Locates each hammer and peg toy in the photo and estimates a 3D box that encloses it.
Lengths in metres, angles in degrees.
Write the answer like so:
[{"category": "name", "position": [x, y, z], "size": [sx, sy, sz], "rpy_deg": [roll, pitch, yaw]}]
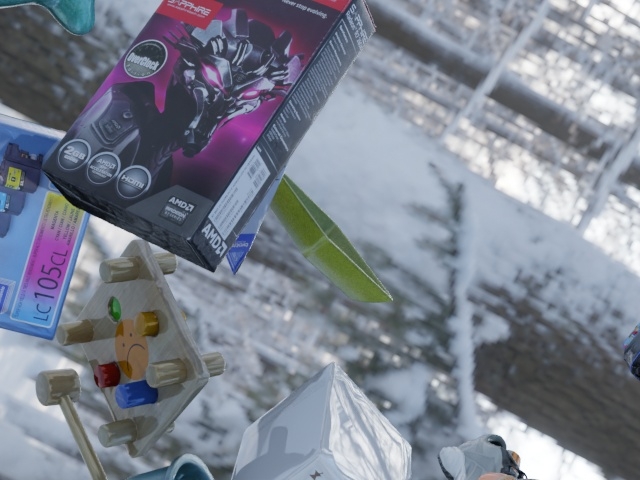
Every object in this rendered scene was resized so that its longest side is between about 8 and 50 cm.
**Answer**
[{"category": "hammer and peg toy", "position": [-0.299, 0.201, 2.079], "size": [0.127, 0.266, 0.361], "rpy_deg": [-8, 149, -40]}]

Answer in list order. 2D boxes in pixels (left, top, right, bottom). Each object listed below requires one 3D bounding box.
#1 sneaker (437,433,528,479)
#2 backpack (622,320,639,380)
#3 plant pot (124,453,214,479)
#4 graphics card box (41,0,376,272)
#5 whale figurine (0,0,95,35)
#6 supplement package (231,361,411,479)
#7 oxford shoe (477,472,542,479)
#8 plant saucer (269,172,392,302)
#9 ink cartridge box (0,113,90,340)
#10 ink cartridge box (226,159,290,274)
[{"category": "sneaker", "position": [0.243, 0.345, 1.884], "size": [0.108, 0.100, 0.271], "rpy_deg": [-30, -160, 3]}, {"category": "backpack", "position": [0.595, 0.186, 2.157], "size": [0.158, 0.173, 0.117], "rpy_deg": [-56, -174, 11]}, {"category": "plant pot", "position": [-0.304, 0.471, 1.748], "size": [0.341, 0.334, 0.341], "rpy_deg": [-10, 90, -81]}, {"category": "graphics card box", "position": [-0.129, -0.168, 1.584], "size": [0.371, 0.232, 0.094], "rpy_deg": [-57, 153, -15]}, {"category": "whale figurine", "position": [-0.313, -0.286, 1.285], "size": [0.141, 0.272, 0.216], "rpy_deg": [6, -101, 53]}, {"category": "supplement package", "position": [0.000, 0.322, 1.750], "size": [0.175, 0.177, 0.293], "rpy_deg": [-39, -169, 14]}, {"category": "oxford shoe", "position": [0.230, 0.468, 1.646], "size": [0.132, 0.130, 0.364], "rpy_deg": [-2, -109, 38]}, {"category": "plant saucer", "position": [0.000, 0.000, 1.844], "size": [0.045, 0.188, 0.188], "rpy_deg": [-41, -134, 6]}, {"category": "ink cartridge box", "position": [-0.510, -0.051, 1.751], "size": [0.151, 0.395, 0.270], "rpy_deg": [-153, -101, -69]}, {"category": "ink cartridge box", "position": [-0.117, -0.119, 1.792], "size": [0.186, 0.065, 0.311], "rpy_deg": [63, -35, 35]}]
